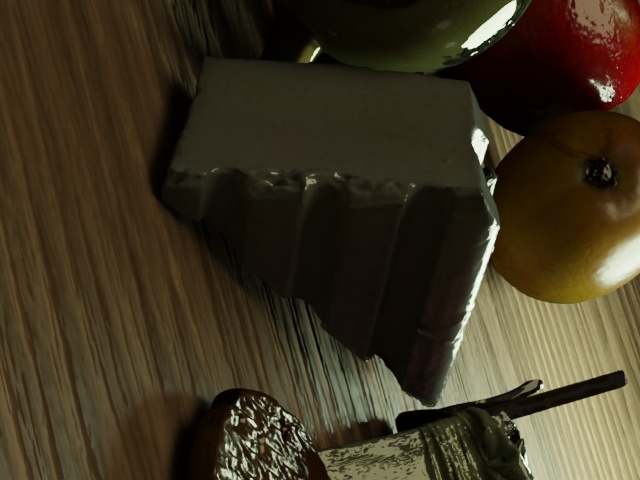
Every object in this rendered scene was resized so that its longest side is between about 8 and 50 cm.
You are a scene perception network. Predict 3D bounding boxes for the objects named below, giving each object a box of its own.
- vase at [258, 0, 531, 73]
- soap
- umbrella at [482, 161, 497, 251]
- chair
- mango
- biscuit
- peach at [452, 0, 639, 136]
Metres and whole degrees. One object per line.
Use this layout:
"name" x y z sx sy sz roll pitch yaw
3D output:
"vase" 0.054 -0.226 1.239 0.241 0.329 0.302 41 11 8
"soap" 0.000 0.000 1.184 0.302 0.258 0.159 98 -7 -49
"umbrella" 0.130 0.016 1.476 0.357 0.106 0.113 -72 153 -56
"chair" 0.116 0.222 1.241 0.186 0.319 0.160 -24 -99 66
"mango" 0.330 -0.042 1.831 0.221 0.264 0.378 46 3 6
"biscuit" -0.034 0.205 1.002 0.212 0.036 0.212 52 29 -44
"peach" 0.280 -0.305 1.920 0.338 0.281 0.281 59 22 -2
